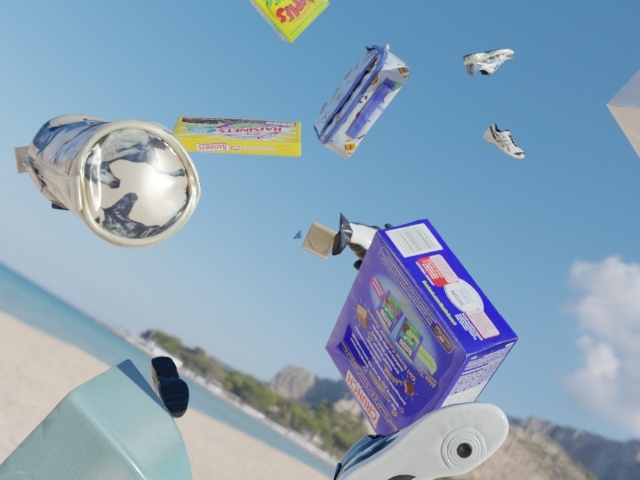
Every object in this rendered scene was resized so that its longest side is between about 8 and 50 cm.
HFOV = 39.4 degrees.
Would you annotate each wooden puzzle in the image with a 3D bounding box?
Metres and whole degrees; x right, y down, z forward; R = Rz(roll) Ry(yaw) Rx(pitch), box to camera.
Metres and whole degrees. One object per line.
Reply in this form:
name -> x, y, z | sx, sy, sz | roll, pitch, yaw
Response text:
wooden puzzle -> 0.000, 0.000, 2.107 | 0.116, 0.078, 0.014 | 32, 18, -1

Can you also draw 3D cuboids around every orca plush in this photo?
orca plush -> 0.105, 0.044, 1.808 | 0.287, 0.102, 0.151 | 10, 49, -52

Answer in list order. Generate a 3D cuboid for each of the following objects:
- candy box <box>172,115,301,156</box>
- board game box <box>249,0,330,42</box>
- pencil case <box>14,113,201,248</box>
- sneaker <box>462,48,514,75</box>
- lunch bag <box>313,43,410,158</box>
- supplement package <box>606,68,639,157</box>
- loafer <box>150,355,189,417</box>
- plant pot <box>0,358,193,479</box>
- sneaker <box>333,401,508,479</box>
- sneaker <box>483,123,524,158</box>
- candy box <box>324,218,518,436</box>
candy box -> -0.134, -0.170, 1.449 | 0.206, 0.027, 0.105 | 2, 30, -2
board game box -> -0.079, -0.413, 1.417 | 0.181, 0.092, 0.043 | 45, -4, -27
pencil case -> -0.306, -0.094, 1.255 | 0.410, 0.184, 0.159 | 19, -57, 63
sneaker -> 0.392, -0.412, 2.084 | 0.052, 0.135, 0.058 | -162, -120, -67
lunch bag -> 0.105, -0.365, 2.301 | 0.115, 0.303, 0.243 | 32, 14, -14
supplement package -> 0.865, -0.272, 2.153 | 0.293, 0.175, 0.177 | 48, -8, -27
loafer -> -0.298, 0.301, 1.777 | 0.062, 0.061, 0.170 | -2, 30, -20
plant pot -> -0.370, 0.399, 1.557 | 0.252, 0.247, 0.248 | 44, 12, 4
sneaker -> 0.107, 0.240, 1.051 | 0.079, 0.217, 0.121 | 64, -3, -4
sneaker -> 0.330, -0.177, 1.588 | 0.083, 0.037, 0.032 | 36, 23, 17
candy box -> 0.152, 0.172, 1.489 | 0.268, 0.122, 0.317 | 57, -38, 32
